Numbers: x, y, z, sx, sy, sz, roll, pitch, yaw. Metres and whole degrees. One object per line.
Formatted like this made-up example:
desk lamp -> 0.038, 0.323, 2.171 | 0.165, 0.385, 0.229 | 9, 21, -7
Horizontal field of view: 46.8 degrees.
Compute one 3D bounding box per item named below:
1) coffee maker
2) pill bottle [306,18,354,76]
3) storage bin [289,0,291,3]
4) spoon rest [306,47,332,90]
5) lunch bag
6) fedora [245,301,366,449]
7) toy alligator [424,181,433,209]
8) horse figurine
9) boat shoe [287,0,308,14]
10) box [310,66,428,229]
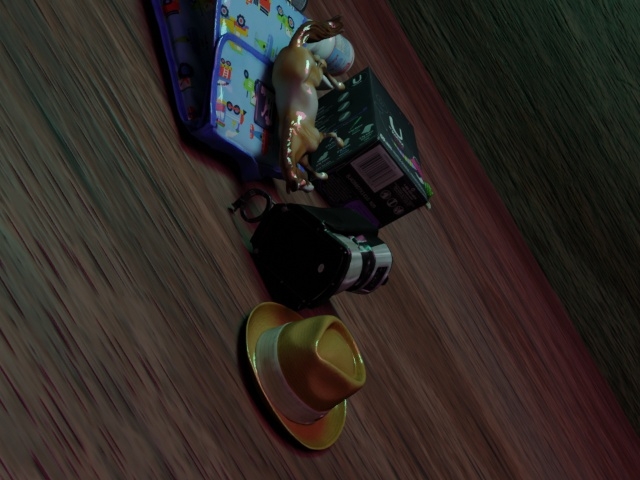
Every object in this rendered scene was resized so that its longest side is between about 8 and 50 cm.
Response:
coffee maker -> 0.000, 0.000, 0.975 | 0.171, 0.120, 0.178 | 63, 21, 11
pill bottle -> 0.003, -0.402, 1.539 | 0.160, 0.087, 0.087 | 7, 56, -64
storage bin -> -0.100, -0.384, 1.172 | 0.098, 0.091, 0.135 | 49, 48, 4
spoon rest -> -0.060, -0.367, 1.346 | 0.276, 0.084, 0.137 | 32, 23, -49
lunch bag -> -0.115, -0.218, 1.029 | 0.221, 0.138, 0.294 | 25, 54, -58
fedora -> -0.004, 0.140, 0.842 | 0.194, 0.079, 0.194 | 47, 25, -30
toy alligator -> 0.243, -0.113, 1.753 | 0.189, 0.051, 0.056 | 19, 46, -60
horse figurine -> -0.018, -0.189, 1.021 | 0.174, 0.066, 0.264 | 2, 89, -64
boat shoe -> -0.045, -0.582, 1.562 | 0.127, 0.158, 0.341 | 42, 27, -38
box -> 0.082, -0.163, 1.334 | 0.165, 0.143, 0.270 | 48, 24, -31
